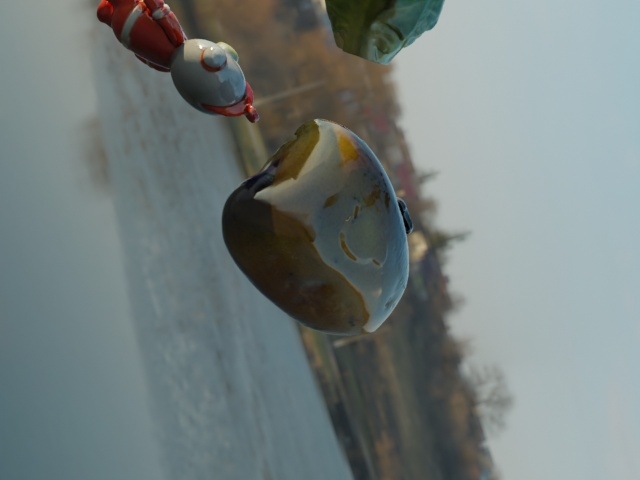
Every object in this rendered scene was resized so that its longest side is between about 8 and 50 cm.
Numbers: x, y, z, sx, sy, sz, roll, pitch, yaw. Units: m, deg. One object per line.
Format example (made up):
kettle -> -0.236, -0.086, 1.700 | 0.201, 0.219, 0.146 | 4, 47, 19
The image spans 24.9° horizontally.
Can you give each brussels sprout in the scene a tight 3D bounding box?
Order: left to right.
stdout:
brussels sprout -> 0.082, -0.334, 1.978 | 0.161, 0.181, 0.144 | 22, 13, -46

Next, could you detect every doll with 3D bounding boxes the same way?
doll -> -0.165, -0.219, 1.706 | 0.245, 0.076, 0.142 | 37, -22, 8

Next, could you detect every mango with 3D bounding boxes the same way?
mango -> 0.000, 0.000, 1.622 | 0.287, 0.201, 0.152 | 53, 41, -46
